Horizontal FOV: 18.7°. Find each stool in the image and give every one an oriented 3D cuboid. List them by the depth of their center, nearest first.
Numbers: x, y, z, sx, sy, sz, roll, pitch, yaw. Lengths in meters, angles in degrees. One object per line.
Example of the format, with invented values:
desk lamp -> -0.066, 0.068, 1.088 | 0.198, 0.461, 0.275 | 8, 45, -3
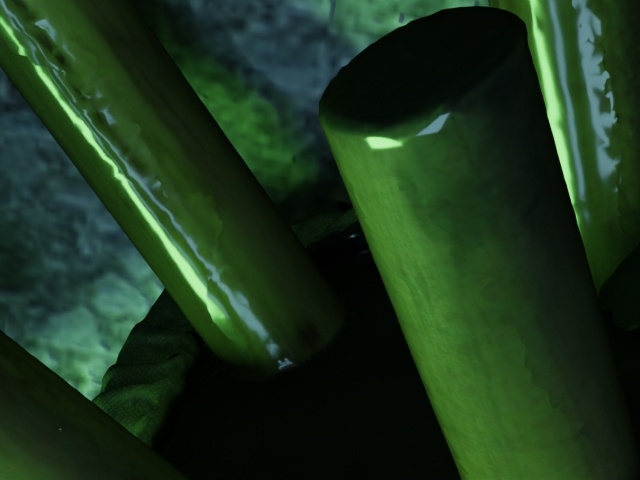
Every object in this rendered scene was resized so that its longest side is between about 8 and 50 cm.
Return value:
stool -> 0.000, 0.000, 0.659 | 0.310, 0.310, 0.226 | -14, 120, 23
